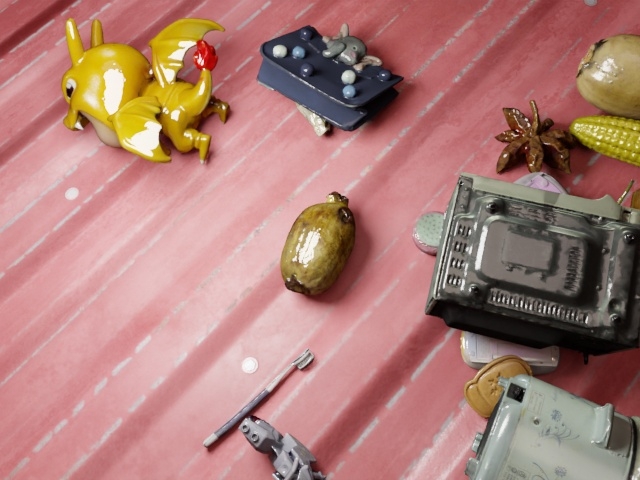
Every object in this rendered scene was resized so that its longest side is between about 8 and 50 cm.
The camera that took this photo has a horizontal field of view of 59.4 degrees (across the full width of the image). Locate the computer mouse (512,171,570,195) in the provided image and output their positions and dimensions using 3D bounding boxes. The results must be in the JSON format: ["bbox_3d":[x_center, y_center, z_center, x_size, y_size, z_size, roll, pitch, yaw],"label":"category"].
[{"bbox_3d":[0.415,-0.021,1.231,0.310,0.072,0.158,-39,81,-7],"label":"computer mouse"}]

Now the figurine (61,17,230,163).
[{"bbox_3d":[-0.426,-0.377,1.394,0.386,0.268,0.401,19,79,-1],"label":"figurine"}]

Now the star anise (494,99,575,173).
[{"bbox_3d":[0.502,-0.228,1.318,0.212,0.111,0.196,32,80,10],"label":"star anise"}]

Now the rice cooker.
[{"bbox_3d":[0.411,0.384,0.950,0.316,0.317,0.264,27,32,17],"label":"rice cooker"}]

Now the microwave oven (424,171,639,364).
[{"bbox_3d":[0.402,0.050,1.058,0.354,0.218,0.287,14,76,9],"label":"microwave oven"}]

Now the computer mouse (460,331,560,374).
[{"bbox_3d":[0.386,0.220,1.147,0.198,0.045,0.102,1,67,5],"label":"computer mouse"}]

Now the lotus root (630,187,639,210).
[{"bbox_3d":[0.758,-0.005,1.080,0.315,0.316,0.250,12,79,11],"label":"lotus root"}]

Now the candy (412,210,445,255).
[{"bbox_3d":[0.259,-0.016,1.272,0.103,0.043,0.103,-1,66,3],"label":"candy"}]

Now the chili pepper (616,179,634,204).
[{"bbox_3d":[0.617,-0.035,1.228,0.204,0.073,0.072,-39,81,-2],"label":"chili pepper"}]

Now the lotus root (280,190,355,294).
[{"bbox_3d":[0.000,0.000,1.247,0.145,0.128,0.260,15,66,23],"label":"lotus root"}]

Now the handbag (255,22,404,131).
[{"bbox_3d":[0.031,-0.435,1.425,0.325,0.118,0.269,34,52,17],"label":"handbag"}]

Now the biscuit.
[{"bbox_3d":[0.361,0.294,1.105,0.140,0.023,0.118,-45,87,3],"label":"biscuit"}]

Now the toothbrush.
[{"bbox_3d":[-0.126,0.328,1.165,0.288,0.024,0.026,-40,81,-13],"label":"toothbrush"}]

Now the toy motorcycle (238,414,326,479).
[{"bbox_3d":[-0.075,0.416,1.063,0.215,0.122,0.080,37,89,20],"label":"toy motorcycle"}]

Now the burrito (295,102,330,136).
[{"bbox_3d":[-0.032,-0.353,1.458,0.058,0.063,0.230,-51,54,26],"label":"burrito"}]

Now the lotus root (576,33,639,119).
[{"bbox_3d":[0.762,-0.370,1.308,0.309,0.183,0.183,24,70,16],"label":"lotus root"}]

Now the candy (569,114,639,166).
[{"bbox_3d":[0.682,-0.242,1.302,0.198,0.106,0.094,23,88,20],"label":"candy"}]
